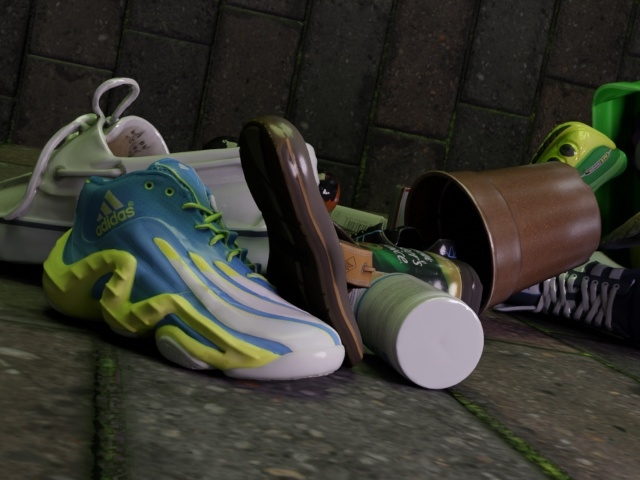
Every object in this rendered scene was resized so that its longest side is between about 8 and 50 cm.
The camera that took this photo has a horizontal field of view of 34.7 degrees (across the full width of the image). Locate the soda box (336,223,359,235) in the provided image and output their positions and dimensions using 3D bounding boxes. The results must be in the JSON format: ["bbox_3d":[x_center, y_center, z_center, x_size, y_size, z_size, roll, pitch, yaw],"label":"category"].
[{"bbox_3d":[0.000,0.000,1.446,0.060,0.053,0.169,10,5,-18],"label":"soda box"}]

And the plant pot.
[{"bbox_3d":[0.205,-0.011,1.127,0.165,0.167,0.167,-14,17,-26],"label":"plant pot"}]

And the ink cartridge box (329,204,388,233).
[{"bbox_3d":[0.099,0.005,1.755,0.181,0.056,0.225,16,-12,46],"label":"ink cartridge box"}]

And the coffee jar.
[{"bbox_3d":[0.055,0.043,0.940,0.184,0.079,0.096,9,6,-33],"label":"coffee jar"}]

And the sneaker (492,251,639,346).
[{"bbox_3d":[0.307,0.062,1.216,0.153,0.099,0.282,2,14,-24],"label":"sneaker"}]

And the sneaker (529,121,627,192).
[{"bbox_3d":[0.307,-0.023,1.381,0.124,0.295,0.109,20,41,-12],"label":"sneaker"}]

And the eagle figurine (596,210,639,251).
[{"bbox_3d":[0.459,-0.048,1.124,0.298,0.225,0.226,23,20,31],"label":"eagle figurine"}]

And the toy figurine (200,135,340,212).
[{"bbox_3d":[-0.099,-0.029,1.010,0.210,0.148,0.213,15,6,39],"label":"toy figurine"}]

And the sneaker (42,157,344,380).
[{"bbox_3d":[-0.088,0.013,0.690,0.240,0.126,0.091,13,6,25],"label":"sneaker"}]

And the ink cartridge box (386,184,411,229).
[{"bbox_3d":[0.161,-0.006,1.458,0.128,0.127,0.176,11,4,-1],"label":"ink cartridge box"}]

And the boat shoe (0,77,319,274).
[{"bbox_3d":[-0.166,-0.053,0.849,0.367,0.156,0.136,2,-4,29],"label":"boat shoe"}]

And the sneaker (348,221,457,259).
[{"bbox_3d":[0.057,0.020,1.136,0.232,0.090,0.081,16,7,41],"label":"sneaker"}]

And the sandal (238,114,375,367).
[{"bbox_3d":[0.000,0.003,0.696,0.060,0.219,0.090,-32,39,-22],"label":"sandal"}]

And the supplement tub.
[{"bbox_3d":[0.071,0.066,0.775,0.071,0.071,0.107,10,5,-15],"label":"supplement tub"}]

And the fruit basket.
[{"bbox_3d":[0.489,-0.020,1.387,0.283,0.392,0.392,15,6,36],"label":"fruit basket"}]
